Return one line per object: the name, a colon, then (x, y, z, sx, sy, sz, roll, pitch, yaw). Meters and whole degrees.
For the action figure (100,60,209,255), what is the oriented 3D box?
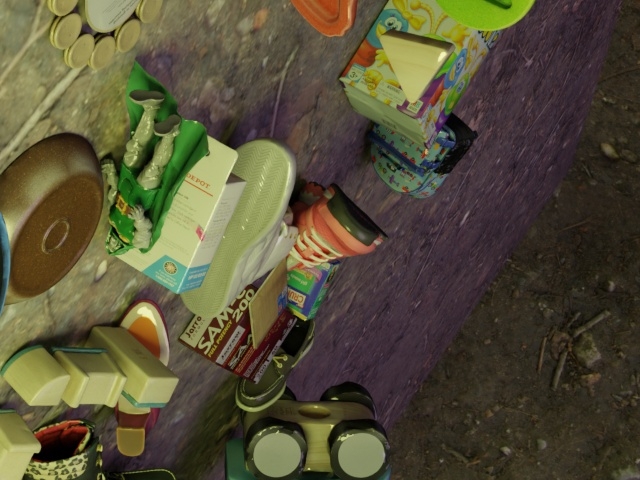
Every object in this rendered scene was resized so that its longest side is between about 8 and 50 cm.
action figure: (-0.193, -0.059, 1.253, 0.064, 0.137, 0.232, -18, 149, -33)

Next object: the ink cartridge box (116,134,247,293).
ink cartridge box: (-0.158, -0.044, 1.358, 0.181, 0.104, 0.061, -64, 163, 15)

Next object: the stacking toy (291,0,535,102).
stacking toy: (0.115, -0.335, 1.293, 0.130, 0.279, 0.309, -41, -179, -44)

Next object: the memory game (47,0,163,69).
memory game: (-0.190, -0.243, 1.097, 0.186, 0.012, 0.186, -52, 162, -26)

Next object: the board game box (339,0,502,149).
board game box: (0.169, -0.305, 1.792, 0.275, 0.144, 0.142, -59, 163, -7)

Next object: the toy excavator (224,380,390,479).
toy excavator: (-0.099, 0.491, 2.072, 0.222, 0.433, 0.445, -117, -150, -75)

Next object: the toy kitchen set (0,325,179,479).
toy kitchen set: (-0.306, 0.197, 1.380, 0.207, 0.122, 0.166, 10, 110, -51)

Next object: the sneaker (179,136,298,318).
sneaker: (-0.085, -0.042, 1.591, 0.169, 0.108, 0.292, -39, 163, -53)

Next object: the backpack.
backpack: (0.153, -0.156, 1.996, 0.117, 0.158, 0.173, -18, 148, -54)

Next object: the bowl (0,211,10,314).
bowl: (-0.400, 0.090, 0.940, 0.391, 0.077, 0.391, -52, 162, -25)

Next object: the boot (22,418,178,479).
boot: (-0.281, 0.305, 1.512, 0.236, 0.085, 0.178, -11, 133, -29)

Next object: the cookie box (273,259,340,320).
cookie box: (-0.031, 0.062, 1.916, 0.040, 0.092, 0.107, -10, 128, -65)

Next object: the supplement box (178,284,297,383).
supplement box: (-0.122, 0.136, 1.812, 0.130, 0.073, 0.239, -58, 162, -5)

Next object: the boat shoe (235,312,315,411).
boat shoe: (-0.079, 0.203, 2.044, 0.227, 0.081, 0.068, -53, 160, -46)

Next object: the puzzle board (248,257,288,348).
puzzle board: (-0.077, 0.091, 1.730, 0.096, 0.011, 0.128, -56, 161, -30)

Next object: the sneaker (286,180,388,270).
sneaker: (0.000, 0.000, 1.724, 0.136, 0.116, 0.314, -47, -169, -5)

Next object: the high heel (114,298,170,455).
high heel: (-0.237, 0.162, 1.568, 0.117, 0.082, 0.244, -92, -175, -60)

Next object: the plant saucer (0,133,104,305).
plant saucer: (-0.279, -0.012, 1.187, 0.198, 0.036, 0.198, -51, 160, -26)
